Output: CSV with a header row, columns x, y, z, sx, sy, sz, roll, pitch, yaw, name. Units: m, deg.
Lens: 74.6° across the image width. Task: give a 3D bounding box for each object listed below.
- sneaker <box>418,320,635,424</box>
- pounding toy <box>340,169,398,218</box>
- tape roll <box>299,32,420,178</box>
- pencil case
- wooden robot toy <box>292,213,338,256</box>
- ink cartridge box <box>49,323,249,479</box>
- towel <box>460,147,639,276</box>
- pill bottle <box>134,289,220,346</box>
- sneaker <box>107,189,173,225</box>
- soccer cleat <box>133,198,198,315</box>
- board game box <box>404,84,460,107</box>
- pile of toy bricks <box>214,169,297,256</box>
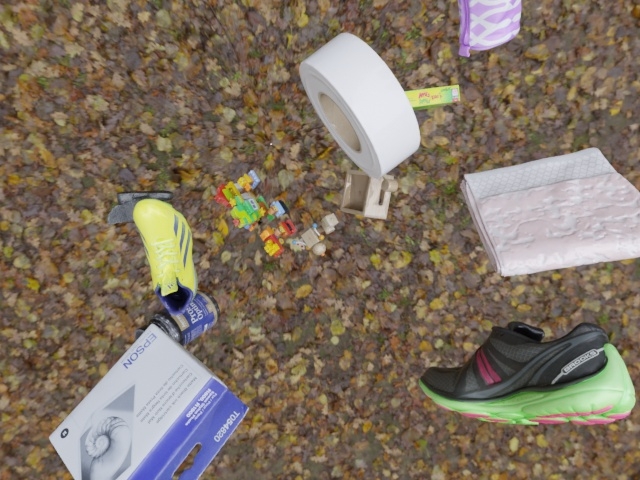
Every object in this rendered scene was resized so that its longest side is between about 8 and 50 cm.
x,y,z,sx,sy,sz,roll,pitch,yaw,name
0.421,0.290,0.929,0.185,0.483,0.202,24,60,-25,sneaker
0.164,-0.156,1.207,0.094,0.206,0.181,5,98,-32,pounding toy
0.078,-0.268,0.867,0.100,0.286,0.286,-37,104,-2,tape roll
0.210,-0.357,0.542,0.088,0.086,0.206,-34,129,-9,pencil case
0.000,0.000,1.103,0.173,0.076,0.079,-37,78,41,wooden robot toy
-0.256,0.270,0.621,0.223,0.224,0.045,-51,148,-19,ink cartridge box
0.501,-0.071,0.899,0.332,0.317,0.053,-10,134,8,towel
-0.402,0.237,1.188,0.123,0.219,0.123,14,117,28,pill bottle
-0.473,-0.085,1.108,0.170,0.051,0.089,-2,105,-9,sneaker
-0.306,0.042,0.850,0.093,0.121,0.289,-2,137,-3,soccer cleat
0.271,-0.381,1.139,0.181,0.092,0.043,-11,100,-12,board game box
-0.158,-0.060,0.944,0.212,0.105,0.118,56,133,9,pile of toy bricks
